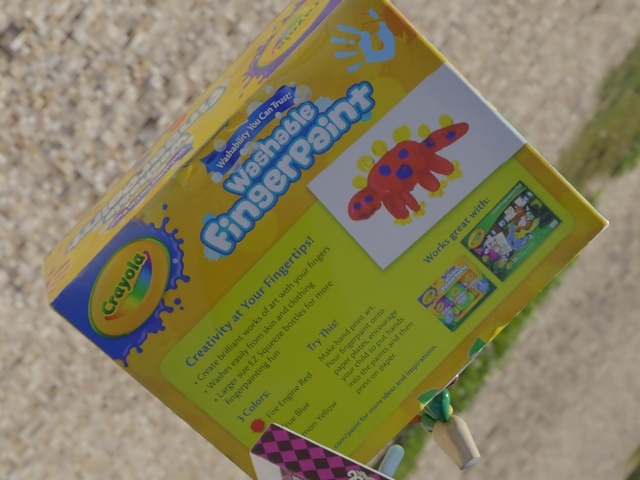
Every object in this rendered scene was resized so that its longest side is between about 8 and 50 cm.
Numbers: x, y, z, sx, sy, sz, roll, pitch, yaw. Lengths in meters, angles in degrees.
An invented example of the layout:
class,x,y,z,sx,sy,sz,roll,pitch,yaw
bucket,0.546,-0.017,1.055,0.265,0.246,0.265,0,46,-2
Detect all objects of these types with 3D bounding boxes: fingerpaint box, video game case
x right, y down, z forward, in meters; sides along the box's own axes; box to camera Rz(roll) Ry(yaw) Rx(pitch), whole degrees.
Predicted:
class,x,y,z,sx,sy,sz,roll,pitch,yaw
fingerpaint box,0.000,0.000,1.817,0.445,0.371,0.163,-46,-161,5
video game case,0.060,0.266,1.450,0.042,0.232,0.210,-49,146,-29

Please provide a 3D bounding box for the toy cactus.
class,x,y,z,sx,sy,sz,roll,pitch,yaw
toy cactus,0.165,0.229,2.432,0.112,0.180,0.219,-25,159,-21

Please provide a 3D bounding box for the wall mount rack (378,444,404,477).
class,x,y,z,sx,sy,sz,roll,pitch,yaw
wall mount rack,0.117,0.396,1.857,0.130,0.350,0.304,-49,-165,30
